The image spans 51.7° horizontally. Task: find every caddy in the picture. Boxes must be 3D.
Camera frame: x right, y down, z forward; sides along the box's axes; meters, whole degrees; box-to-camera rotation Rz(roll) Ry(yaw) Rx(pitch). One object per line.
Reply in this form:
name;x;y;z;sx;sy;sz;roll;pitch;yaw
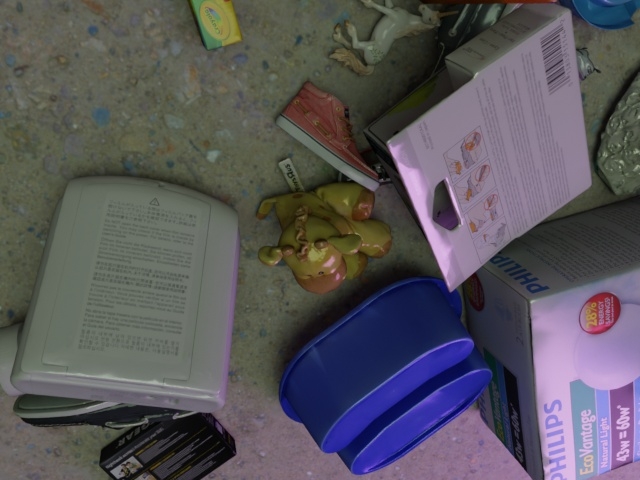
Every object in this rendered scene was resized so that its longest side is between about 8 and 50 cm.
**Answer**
caddy;0.098;0.203;1.046;0.341;0.179;0.241;-37;135;1

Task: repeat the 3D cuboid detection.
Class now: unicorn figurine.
unicorn figurine;0.094;-0.302;0.930;0.111;0.060;0.162;35;118;-18

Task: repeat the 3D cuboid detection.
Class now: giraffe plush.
giraffe plush;0.000;0.000;0.932;0.181;0.170;0.210;-37;111;18

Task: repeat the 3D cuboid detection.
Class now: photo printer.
photo printer;-0.238;0.057;0.871;0.256;0.308;0.107;10;150;-16

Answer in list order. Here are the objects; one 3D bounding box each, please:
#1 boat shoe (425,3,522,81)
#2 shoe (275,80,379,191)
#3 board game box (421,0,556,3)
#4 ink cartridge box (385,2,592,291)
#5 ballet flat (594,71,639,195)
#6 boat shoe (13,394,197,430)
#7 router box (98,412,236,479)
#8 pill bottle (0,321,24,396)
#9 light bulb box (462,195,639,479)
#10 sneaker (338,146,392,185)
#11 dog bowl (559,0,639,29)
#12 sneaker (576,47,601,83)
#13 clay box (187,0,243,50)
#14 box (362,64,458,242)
boat shoe;0.219;-0.302;0.953;0.099;0.116;0.319;41;109;22
shoe;0.026;-0.149;0.934;0.178;0.063;0.081;37;96;10
board game box;0.150;-0.510;0.703;0.356;0.356;0.356;32;99;-21
ink cartridge box;0.214;-0.108;0.839;0.261;0.066;0.296;-35;134;-5
ballet flat;0.578;-0.246;1.019;0.147;0.147;0.409;24;103;-20
boat shoe;-0.300;0.242;0.997;0.302;0.114;0.091;-9;117;-1
router box;-0.248;0.348;1.083;0.179;0.046;0.133;-35;112;0
pill bottle;-0.339;0.149;0.951;0.221;0.121;0.121;-12;111;-9
light bulb box;0.453;0.157;1.081;0.361;0.225;0.358;-16;112;-9
sneaker;0.103;-0.112;0.991;0.158;0.065;0.061;-22;112;-5
dog bowl;0.478;-0.417;0.967;0.297;0.074;0.166;-20;112;-5
sneaker;0.403;-0.250;1.026;0.069;0.038;0.098;-11;112;-8
clay box;-0.155;-0.353;0.813;0.053;0.127;0.222;-19;111;-5
box;0.200;-0.096;0.951;0.169;0.087;0.290;-39;135;1
